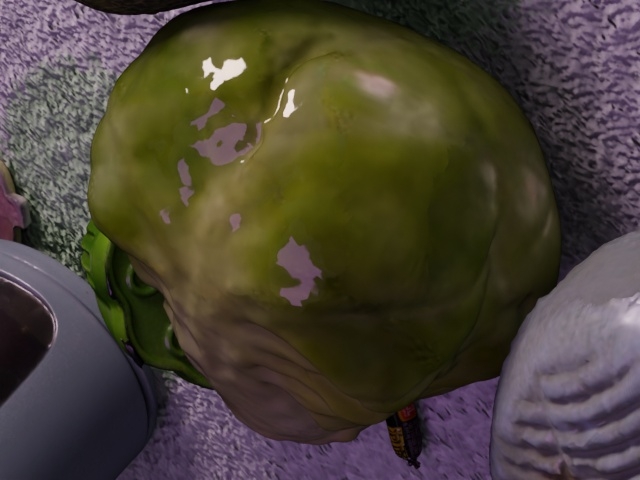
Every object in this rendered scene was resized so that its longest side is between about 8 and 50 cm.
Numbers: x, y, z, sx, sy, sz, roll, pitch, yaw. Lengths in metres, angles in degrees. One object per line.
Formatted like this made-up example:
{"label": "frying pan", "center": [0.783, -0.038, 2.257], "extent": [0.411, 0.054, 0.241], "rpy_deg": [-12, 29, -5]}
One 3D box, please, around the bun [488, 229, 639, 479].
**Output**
{"label": "bun", "center": [0.262, 0.131, 1.111], "extent": [0.354, 0.194, 0.354], "rpy_deg": [23, 132, 28]}

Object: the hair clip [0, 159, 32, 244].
{"label": "hair clip", "center": [-0.298, -0.032, 1.616], "extent": [0.146, 0.056, 0.187], "rpy_deg": [20, 137, 30]}

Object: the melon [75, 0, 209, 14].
{"label": "melon", "center": [-0.113, -0.286, 1.142], "extent": [0.237, 0.237, 0.302], "rpy_deg": [0, 114, 42]}

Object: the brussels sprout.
{"label": "brussels sprout", "center": [0.010, -0.005, 1.200], "extent": [0.273, 0.243, 0.317], "rpy_deg": [-6, 122, 27]}

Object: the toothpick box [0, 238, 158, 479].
{"label": "toothpick box", "center": [-0.310, 0.198, 1.522], "extent": [0.263, 0.355, 0.263], "rpy_deg": [22, 137, 22]}

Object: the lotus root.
{"label": "lotus root", "center": [-0.103, 0.006, 1.394], "extent": [0.186, 0.186, 0.186], "rpy_deg": [22, 129, 30]}

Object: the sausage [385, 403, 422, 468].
{"label": "sausage", "center": [0.045, 0.076, 1.389], "extent": [0.025, 0.028, 0.198], "rpy_deg": [-7, 113, 19]}
